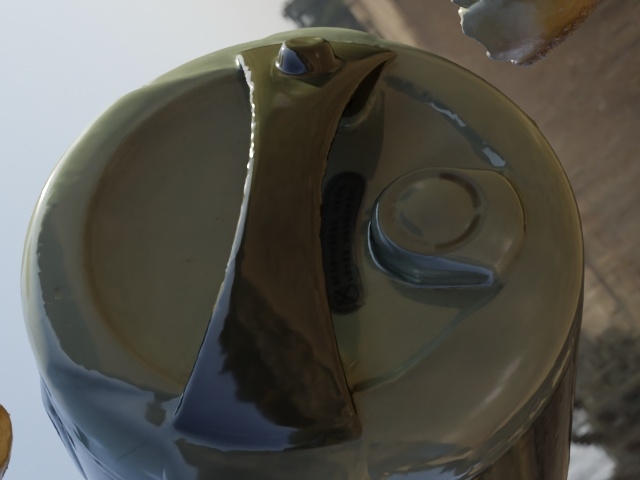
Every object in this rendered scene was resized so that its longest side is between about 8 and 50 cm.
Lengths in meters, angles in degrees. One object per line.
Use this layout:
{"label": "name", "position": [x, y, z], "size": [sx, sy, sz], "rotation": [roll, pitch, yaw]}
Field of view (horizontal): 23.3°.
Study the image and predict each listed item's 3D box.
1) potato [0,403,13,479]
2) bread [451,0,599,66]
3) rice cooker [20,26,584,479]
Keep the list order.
{"label": "potato", "position": [-0.433, 0.263, 1.855], "size": [0.109, 0.178, 0.118], "rotation": [34, -152, 16]}
{"label": "bread", "position": [0.276, -0.356, 1.899], "size": [0.171, 0.192, 0.314], "rotation": [41, -149, -24]}
{"label": "rice cooker", "position": [-0.007, 0.065, 0.920], "size": [0.335, 0.335, 0.325], "rotation": [56, 165, 32]}
